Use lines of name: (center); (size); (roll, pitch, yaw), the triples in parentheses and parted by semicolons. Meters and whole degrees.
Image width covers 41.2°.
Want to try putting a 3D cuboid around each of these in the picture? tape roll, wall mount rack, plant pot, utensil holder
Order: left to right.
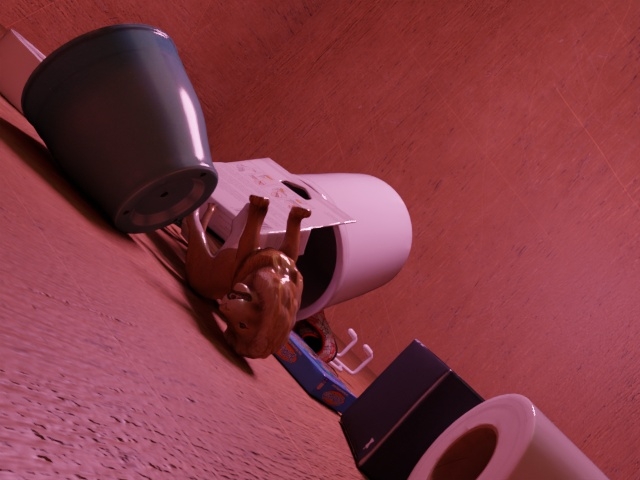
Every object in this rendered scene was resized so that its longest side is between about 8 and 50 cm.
tape roll: (-0.545, -0.290, 1.713); (0.286, 0.100, 0.286); (43, -1, 1)
plant pot: (-0.302, -0.160, 1.370); (0.255, 0.272, 0.271); (60, 3, 17)
wall mount rack: (-0.002, 0.234, 2.418); (0.304, 0.130, 0.350); (44, -2, -12)
utensil holder: (0.000, 0.000, 1.997); (0.327, 0.327, 0.385); (44, 24, 19)
tape roll: (0.238, 0.343, 1.097); (0.169, 0.246, 0.246); (45, -1, -8)

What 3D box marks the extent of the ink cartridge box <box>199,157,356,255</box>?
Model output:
ink cartridge box: (-0.121, -0.069, 1.680); (0.261, 0.066, 0.296); (-7, 34, -44)

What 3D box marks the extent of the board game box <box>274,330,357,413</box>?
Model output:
board game box: (-0.034, 0.234, 1.645); (0.210, 0.047, 0.160); (43, -1, 37)

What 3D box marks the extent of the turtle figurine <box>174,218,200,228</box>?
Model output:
turtle figurine: (-0.272, -0.038, 1.994); (0.175, 0.118, 0.234); (-5, -16, 31)

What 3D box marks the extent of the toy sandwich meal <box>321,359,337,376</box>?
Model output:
toy sandwich meal: (0.005, 0.296, 1.918); (0.086, 0.029, 0.085); (40, 2, -2)

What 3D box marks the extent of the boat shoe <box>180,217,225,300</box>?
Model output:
boat shoe: (-0.193, 0.049, 1.586); (0.109, 0.098, 0.302); (28, 8, -44)

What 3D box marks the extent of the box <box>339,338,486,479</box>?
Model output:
box: (0.253, 0.392, 1.438); (0.395, 0.212, 0.293); (43, -1, -6)

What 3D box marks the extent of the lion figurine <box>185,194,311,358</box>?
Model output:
lion figurine: (-0.137, 0.048, 1.387); (0.142, 0.240, 0.392); (15, -3, -25)

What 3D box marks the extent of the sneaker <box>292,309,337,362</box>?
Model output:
sneaker: (-0.042, 0.174, 2.092); (0.270, 0.090, 0.145); (65, 6, 15)
